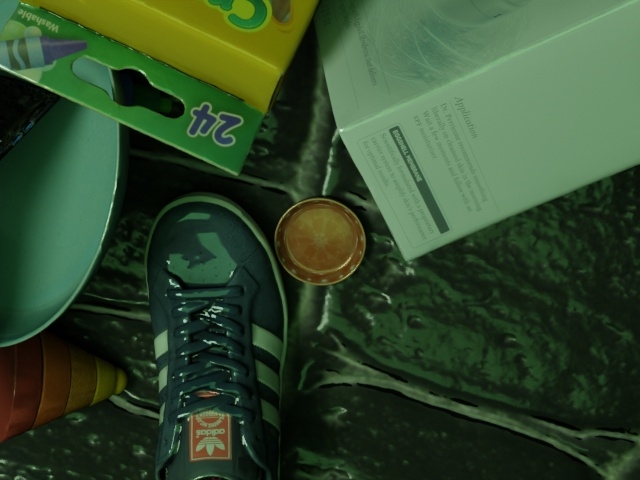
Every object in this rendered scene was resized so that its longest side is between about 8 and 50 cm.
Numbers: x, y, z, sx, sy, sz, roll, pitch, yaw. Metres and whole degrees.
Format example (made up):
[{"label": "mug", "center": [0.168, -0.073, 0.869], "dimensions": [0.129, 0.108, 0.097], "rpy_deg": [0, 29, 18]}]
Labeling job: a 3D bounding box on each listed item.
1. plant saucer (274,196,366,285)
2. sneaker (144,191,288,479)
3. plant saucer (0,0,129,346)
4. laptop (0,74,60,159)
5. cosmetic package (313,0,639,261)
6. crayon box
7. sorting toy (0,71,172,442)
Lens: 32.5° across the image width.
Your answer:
[{"label": "plant saucer", "center": [0.000, 0.000, 0.998], "dimensions": [0.083, 0.013, 0.084], "rpy_deg": [1, 108, 4]}, {"label": "sneaker", "center": [-0.093, 0.136, 0.978], "dimensions": [0.131, 0.148, 0.350], "rpy_deg": [-5, 108, 5]}, {"label": "plant saucer", "center": [-0.261, -0.072, 0.902], "dimensions": [0.317, 0.043, 0.318], "rpy_deg": [0, 90, 37]}, {"label": "laptop", "center": [-0.338, -0.008, 0.879], "dimensions": [0.234, 0.264, 0.137], "rpy_deg": [19, 150, 35]}, {"label": "cosmetic package", "center": [0.124, -0.139, 0.817], "dimensions": [0.224, 0.224, 0.138], "rpy_deg": [-23, 128, 10]}, {"label": "crayon box", "center": [-0.082, -0.237, 0.798], "dimensions": [0.203, 0.083, 0.323], "rpy_deg": [24, 72, -4]}, {"label": "sorting toy", "center": [-0.208, 0.015, 0.990], "dimensions": [0.126, 0.127, 0.366], "rpy_deg": [7, 109, -29]}]
